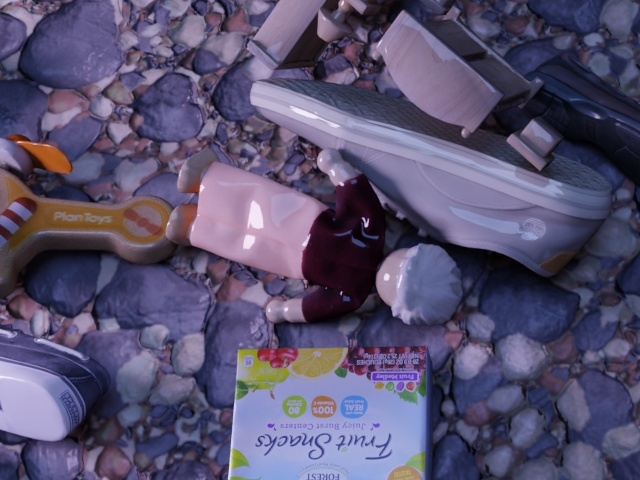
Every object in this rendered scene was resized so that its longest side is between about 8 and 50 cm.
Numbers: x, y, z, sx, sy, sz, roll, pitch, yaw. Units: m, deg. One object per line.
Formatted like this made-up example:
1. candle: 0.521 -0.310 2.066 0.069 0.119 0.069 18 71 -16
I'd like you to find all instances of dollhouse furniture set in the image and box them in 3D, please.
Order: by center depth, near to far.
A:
1. dollhouse furniture set: 0.118 -0.176 1.466 0.355 0.303 0.174 43 113 11

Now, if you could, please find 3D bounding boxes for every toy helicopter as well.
1. toy helicopter: -0.342 -0.034 1.536 0.354 0.140 0.235 3 54 1

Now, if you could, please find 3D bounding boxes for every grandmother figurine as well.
1. grandmother figurine: 0.000 0.000 1.430 0.342 0.208 0.104 23 28 20

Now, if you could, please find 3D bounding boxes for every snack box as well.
1. snack box: 0.013 0.203 1.356 0.207 0.070 0.175 -2 64 12

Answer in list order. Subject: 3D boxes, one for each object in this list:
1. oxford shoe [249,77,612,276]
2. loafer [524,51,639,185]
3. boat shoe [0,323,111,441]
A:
1. oxford shoe: 0.104 -0.079 1.450 0.449 0.169 0.130 24 114 22
2. loafer: 0.349 -0.135 1.455 0.267 0.096 0.084 36 69 27
3. boat shoe: -0.372 0.139 1.451 0.301 0.108 0.102 9 32 28
